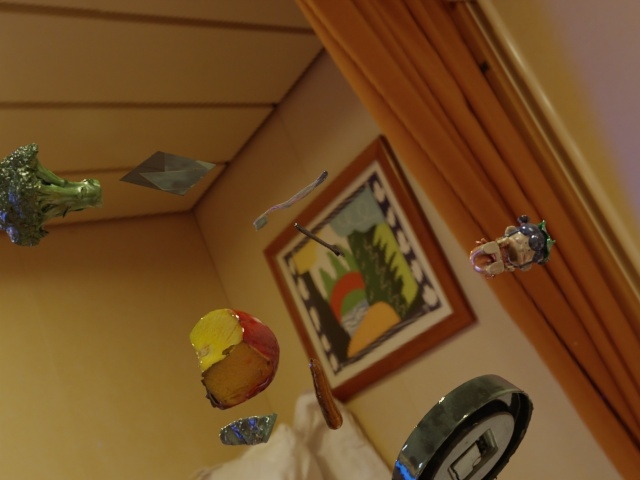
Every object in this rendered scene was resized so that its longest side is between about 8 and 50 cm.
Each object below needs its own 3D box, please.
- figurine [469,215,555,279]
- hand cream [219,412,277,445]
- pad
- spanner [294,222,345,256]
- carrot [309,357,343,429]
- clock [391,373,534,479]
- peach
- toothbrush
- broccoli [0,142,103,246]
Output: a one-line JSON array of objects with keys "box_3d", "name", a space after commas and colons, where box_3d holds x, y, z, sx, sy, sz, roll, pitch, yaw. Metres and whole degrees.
[{"box_3d": [0.392, 0.013, 1.546, 0.195, 0.111, 0.102, -13, 1, -21], "name": "figurine"}, {"box_3d": [-0.191, 0.489, 1.928, 0.052, 0.075, 0.248, 12, -23, -30], "name": "hand cream"}, {"box_3d": [-0.369, -0.168, 1.849, 0.243, 0.164, 0.004, -64, -13, -65], "name": "pad"}, {"box_3d": [0.000, 0.000, 1.907, 0.012, 0.046, 0.208, -46, -43, 13], "name": "spanner"}, {"box_3d": [0.008, 0.294, 1.437, 0.037, 0.037, 0.190, -22, -54, -7], "name": "carrot"}, {"box_3d": [0.324, 0.473, 1.716, 0.386, 0.076, 0.386, -23, -47, -28], "name": "clock"}, {"box_3d": [-0.122, 0.161, 1.083, 0.118, 0.151, 0.151, -11, -21, -14], "name": "peach"}, {"box_3d": [-0.071, -0.090, 1.723, 0.269, 0.027, 0.021, -33, -9, 41], "name": "toothbrush"}, {"box_3d": [-0.667, -0.110, 1.835, 0.269, 0.254, 0.269, 3, 17, -1], "name": "broccoli"}]
